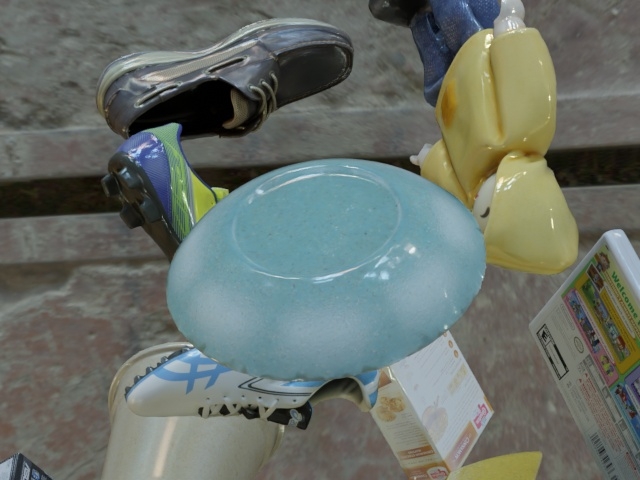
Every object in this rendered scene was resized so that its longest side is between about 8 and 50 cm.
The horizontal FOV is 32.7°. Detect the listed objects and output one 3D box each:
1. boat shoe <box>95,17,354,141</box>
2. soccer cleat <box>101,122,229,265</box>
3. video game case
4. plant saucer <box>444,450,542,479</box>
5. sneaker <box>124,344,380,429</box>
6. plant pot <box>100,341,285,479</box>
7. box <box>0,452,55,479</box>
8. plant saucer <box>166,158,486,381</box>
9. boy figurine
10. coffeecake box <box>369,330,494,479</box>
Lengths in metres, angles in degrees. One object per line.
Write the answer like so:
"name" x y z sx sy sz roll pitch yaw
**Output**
"boat shoe" -0.114 -0.193 1.453 0.355 0.132 0.130 -17 48 -11
"soccer cleat" -0.121 0.004 1.191 0.121 0.093 0.289 -42 111 -32
"video game case" 0.280 0.126 1.010 0.023 0.193 0.212 -13 64 -20
"plant saucer" 0.087 0.381 1.056 0.081 0.333 0.333 29 112 10
"sneaker" -0.058 0.135 0.995 0.237 0.085 0.086 -7 61 -15
"plant pot" -0.246 0.402 1.891 0.333 0.305 0.334 4 123 6
"box" -0.360 0.444 1.426 0.060 0.270 0.216 -29 125 14
"plant saucer" 0.000 0.000 0.647 0.194 0.195 0.037 -3 129 8
"boy figurine" 0.114 -0.091 0.825 0.092 0.177 0.285 1 59 -23
"coffeecake box" 0.124 0.183 1.350 0.068 0.142 0.186 -21 105 38
